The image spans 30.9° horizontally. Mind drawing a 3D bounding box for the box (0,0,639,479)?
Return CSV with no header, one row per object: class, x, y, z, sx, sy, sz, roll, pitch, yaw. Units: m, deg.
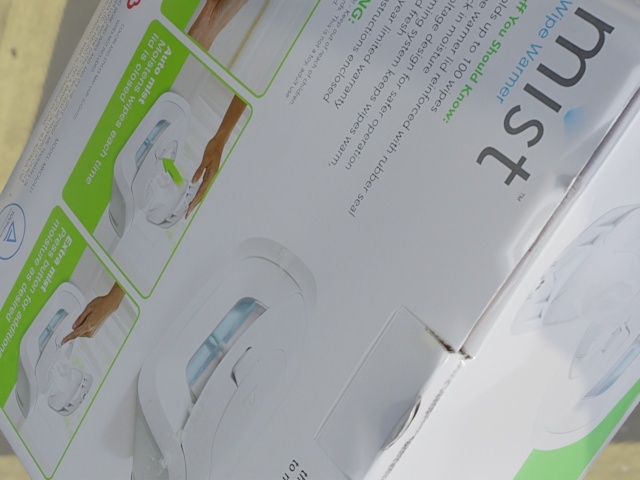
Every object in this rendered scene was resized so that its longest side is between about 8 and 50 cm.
box,0.000,0.000,0.427,0.127,0.231,0.262,14,112,-49
